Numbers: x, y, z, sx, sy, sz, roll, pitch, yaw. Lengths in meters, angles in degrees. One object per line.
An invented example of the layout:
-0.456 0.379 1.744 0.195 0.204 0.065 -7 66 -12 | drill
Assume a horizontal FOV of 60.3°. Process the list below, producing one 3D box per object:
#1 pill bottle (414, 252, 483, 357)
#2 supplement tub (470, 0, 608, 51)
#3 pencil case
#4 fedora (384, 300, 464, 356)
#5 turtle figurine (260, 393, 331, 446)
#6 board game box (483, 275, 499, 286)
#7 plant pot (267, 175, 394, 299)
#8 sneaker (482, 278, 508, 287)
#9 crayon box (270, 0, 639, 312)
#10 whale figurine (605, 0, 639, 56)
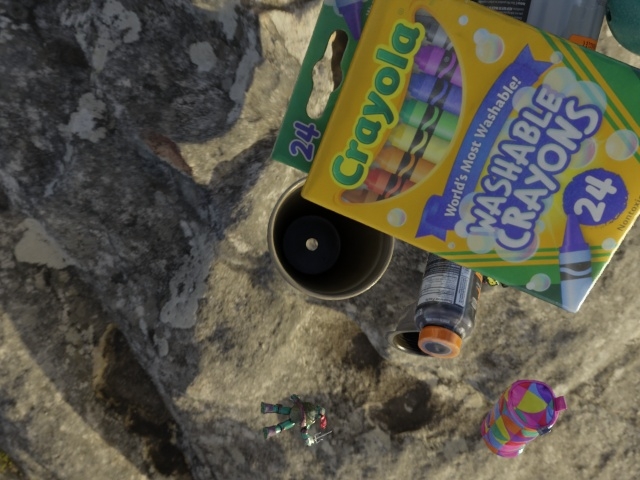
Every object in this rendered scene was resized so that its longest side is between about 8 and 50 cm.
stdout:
0.279 0.129 1.203 0.130 0.130 0.246 24 58 -5 | pill bottle
0.254 -0.190 0.753 0.193 0.194 0.316 7 108 -2 | supplement tub
0.386 0.351 1.072 0.104 0.236 0.105 0 58 0 | pencil case
0.324 0.268 1.712 0.243 0.275 0.125 -3 61 21 | fedora
-0.073 0.575 1.803 0.234 0.175 0.118 1 139 -21 | turtle figurine
0.415 -0.027 1.406 0.030 0.260 0.136 -14 140 31 | board game box
0.000 0.000 1.495 0.322 0.280 0.324 1 84 -13 | plant pot
0.434 0.072 1.465 0.178 0.072 0.077 18 76 14 | sneaker
0.122 -0.094 0.491 0.322 0.083 0.203 23 112 3 | crayon box
0.430 -0.277 0.655 0.141 0.272 0.216 -11 128 21 | whale figurine
